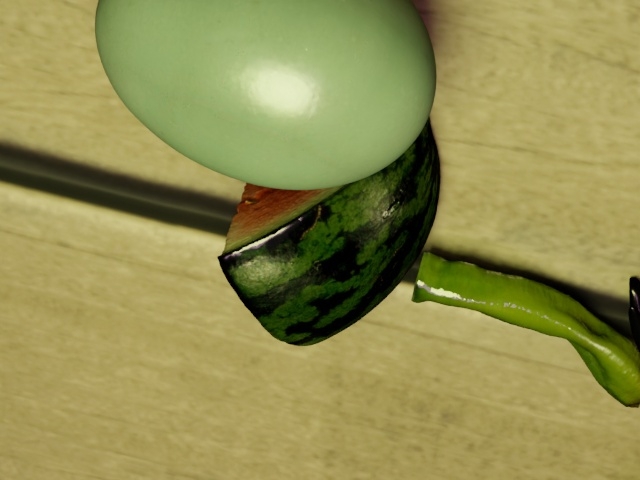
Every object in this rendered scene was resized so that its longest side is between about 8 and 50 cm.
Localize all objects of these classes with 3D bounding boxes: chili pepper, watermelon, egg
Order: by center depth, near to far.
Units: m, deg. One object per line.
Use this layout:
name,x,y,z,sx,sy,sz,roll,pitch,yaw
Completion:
egg,-0.036,-0.122,1.253,0.230,0.168,0.168,20,121,11
watermelon,0.013,0.010,1.358,0.193,0.137,0.145,-34,115,-22
chili pepper,0.158,0.059,1.391,0.201,0.052,0.050,26,75,-11

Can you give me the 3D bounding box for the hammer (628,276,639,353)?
hammer,0.364,-0.048,1.311,0.152,0.044,0.427,29,118,-7
